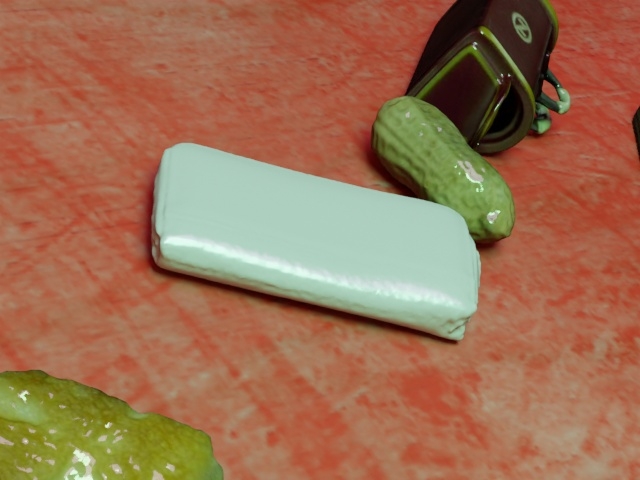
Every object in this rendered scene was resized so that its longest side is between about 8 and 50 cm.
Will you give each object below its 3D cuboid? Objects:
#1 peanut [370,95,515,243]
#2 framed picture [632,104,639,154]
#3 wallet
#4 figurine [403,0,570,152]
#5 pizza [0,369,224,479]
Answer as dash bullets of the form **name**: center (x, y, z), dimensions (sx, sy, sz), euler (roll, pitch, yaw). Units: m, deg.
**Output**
- **peanut**: center (0.073, -0.041, 0.946), dimensions (0.054, 0.054, 0.113), euler (-19, 58, -41)
- **framed picture**: center (0.276, -0.022, 1.050), dimensions (0.128, 0.023, 0.168), euler (16, 39, -11)
- **wallet**: center (0.000, 0.000, 0.874), dimensions (0.190, 0.033, 0.095), euler (12, 41, -14)
- **figurine**: center (0.115, -0.101, 1.029), dimensions (0.098, 0.082, 0.154), euler (39, 36, -14)
- **pizza**: center (-0.141, 0.116, 0.650), dimensions (0.161, 0.062, 0.182), euler (35, 44, 2)
